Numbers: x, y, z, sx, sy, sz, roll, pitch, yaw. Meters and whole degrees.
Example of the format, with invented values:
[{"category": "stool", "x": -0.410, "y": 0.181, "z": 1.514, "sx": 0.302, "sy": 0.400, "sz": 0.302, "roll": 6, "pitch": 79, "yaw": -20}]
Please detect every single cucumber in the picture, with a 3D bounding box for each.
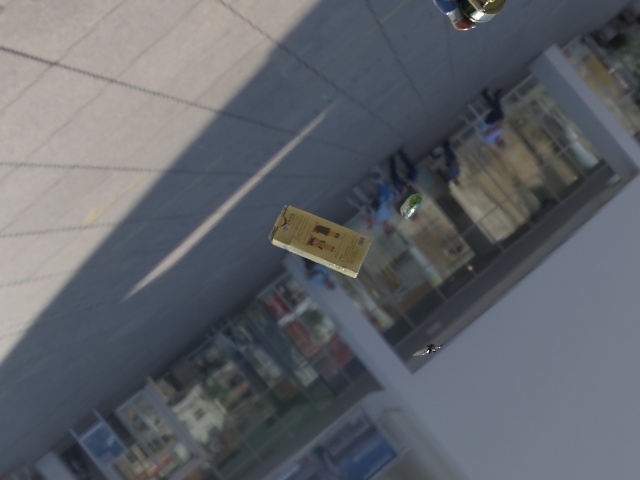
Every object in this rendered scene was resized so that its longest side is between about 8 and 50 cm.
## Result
[{"category": "cucumber", "x": 0.201, "y": -0.072, "z": 2.046, "sx": 0.037, "sy": 0.037, "sz": 0.155, "roll": -39, "pitch": 172, "yaw": -14}]

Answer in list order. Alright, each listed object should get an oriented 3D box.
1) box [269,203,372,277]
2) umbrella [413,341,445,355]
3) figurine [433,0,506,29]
[{"category": "box", "x": 0.000, "y": 0.000, "z": 1.405, "sx": 0.020, "sy": 0.149, "sz": 0.073, "roll": 107, "pitch": 7, "yaw": -56}, {"category": "umbrella", "x": 0.212, "y": 0.223, "z": 1.822, "sx": 0.022, "sy": 0.022, "sz": 0.149, "roll": -35, "pitch": 177, "yaw": -27}, {"category": "figurine", "x": 0.307, "y": -0.489, "z": 1.595, "sx": 0.158, "sy": 0.161, "sz": 0.275, "roll": 7, "pitch": 167, "yaw": -21}]
